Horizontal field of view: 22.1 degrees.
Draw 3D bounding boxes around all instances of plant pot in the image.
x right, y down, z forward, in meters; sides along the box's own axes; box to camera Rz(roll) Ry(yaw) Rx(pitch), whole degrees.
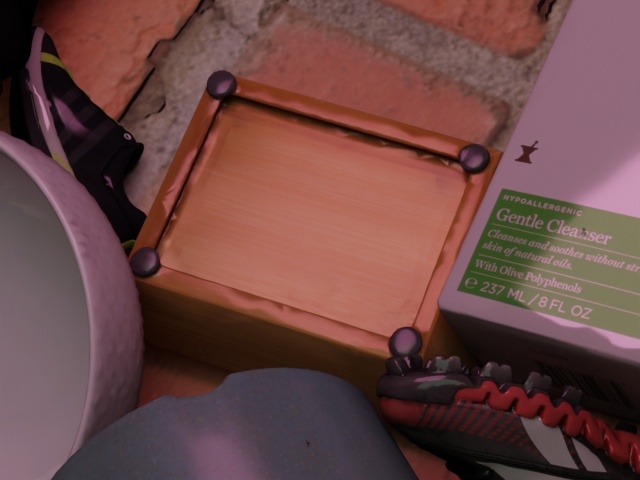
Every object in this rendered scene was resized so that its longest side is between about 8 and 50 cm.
[{"bbox_3d":[-0.019,0.283,1.035,0.341,0.341,0.334,-25,56,-2],"label":"plant pot"}]

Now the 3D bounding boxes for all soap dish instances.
[{"bbox_3d":[0.000,0.000,1.263,0.291,0.118,0.229,17,70,17],"label":"soap dish"}]

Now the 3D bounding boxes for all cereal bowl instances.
[{"bbox_3d":[-0.268,0.080,1.231,0.339,0.141,0.339,-1,87,27],"label":"cereal bowl"}]

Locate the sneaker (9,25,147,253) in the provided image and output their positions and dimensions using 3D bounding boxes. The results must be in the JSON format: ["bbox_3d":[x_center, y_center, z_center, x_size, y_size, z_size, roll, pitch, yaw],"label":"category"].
[{"bbox_3d":[-0.200,-0.077,1.374,0.097,0.084,0.235,-7,62,-21],"label":"sneaker"}]

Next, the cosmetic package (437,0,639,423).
[{"bbox_3d":[0.258,-0.058,1.203,0.197,0.155,0.365,13,70,32],"label":"cosmetic package"}]

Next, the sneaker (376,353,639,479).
[{"bbox_3d":[0.150,0.166,1.117,0.276,0.097,0.135,24,81,-23],"label":"sneaker"}]

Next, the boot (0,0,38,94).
[{"bbox_3d":[-0.227,-0.263,1.361,0.260,0.131,0.348,-29,34,-3],"label":"boot"}]
